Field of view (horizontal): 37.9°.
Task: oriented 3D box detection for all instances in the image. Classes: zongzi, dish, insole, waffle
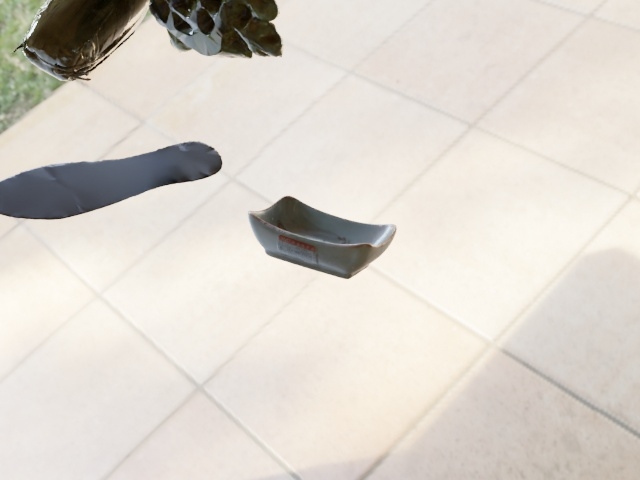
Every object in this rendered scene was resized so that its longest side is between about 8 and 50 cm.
[{"bbox_3d":[-0.251,-0.290,1.091,0.197,0.099,0.194,-38,18,42],"label":"zongzi"},{"bbox_3d":[0.000,0.000,1.484,0.212,0.077,0.151,16,19,20],"label":"dish"},{"bbox_3d":[-0.220,-0.063,0.979,0.253,0.005,0.086,-15,49,-26],"label":"insole"},{"bbox_3d":[-0.125,-0.275,0.920,0.054,0.204,0.223,-31,30,-33],"label":"waffle"}]
